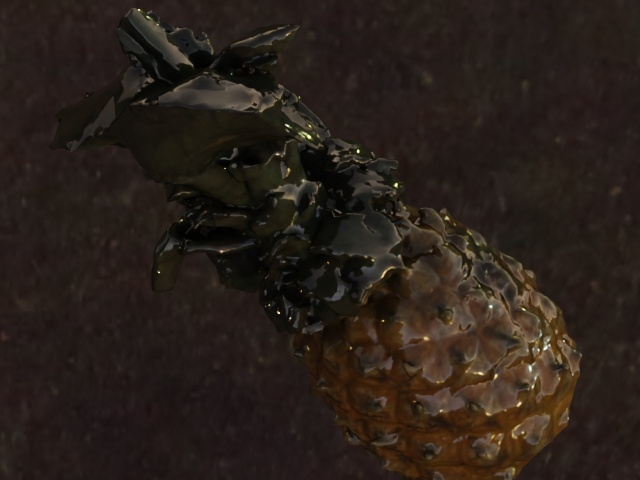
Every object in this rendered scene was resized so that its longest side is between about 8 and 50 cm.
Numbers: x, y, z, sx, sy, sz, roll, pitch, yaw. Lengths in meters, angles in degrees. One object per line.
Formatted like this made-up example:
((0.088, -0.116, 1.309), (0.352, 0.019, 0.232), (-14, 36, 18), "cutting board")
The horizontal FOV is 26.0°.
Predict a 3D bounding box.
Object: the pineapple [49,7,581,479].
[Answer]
((0.000, 0.000, 0.556), (0.237, 0.119, 0.111), (41, 20, -22), "pineapple")
